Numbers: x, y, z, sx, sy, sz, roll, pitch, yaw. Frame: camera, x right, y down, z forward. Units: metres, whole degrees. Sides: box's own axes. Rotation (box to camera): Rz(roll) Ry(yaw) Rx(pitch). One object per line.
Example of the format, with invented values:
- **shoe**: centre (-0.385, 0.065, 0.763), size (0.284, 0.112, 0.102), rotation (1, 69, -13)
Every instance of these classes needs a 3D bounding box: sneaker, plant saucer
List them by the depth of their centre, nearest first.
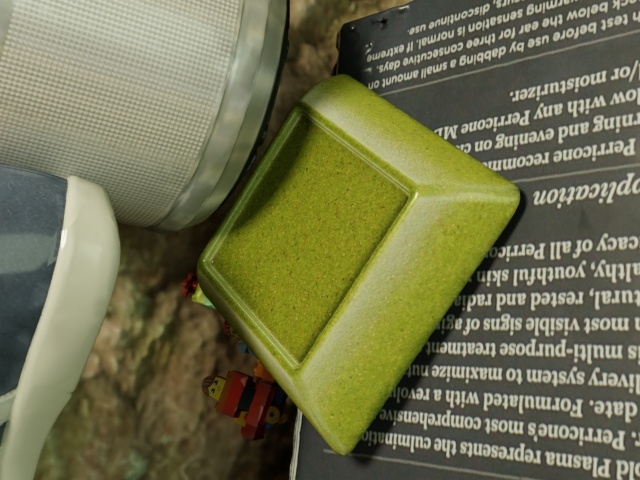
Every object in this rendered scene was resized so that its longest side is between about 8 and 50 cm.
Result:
- **sneaker**: centre (-0.234, 0.115, 0.508), size (0.148, 0.131, 0.350), rotation (15, 99, -23)
- **plant saucer**: centre (0.000, 0.000, 0.550), size (0.045, 0.188, 0.188), rotation (23, 104, -45)

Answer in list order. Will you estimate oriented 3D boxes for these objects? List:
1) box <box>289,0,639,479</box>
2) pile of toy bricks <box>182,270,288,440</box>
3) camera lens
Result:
- **box**: centre (0.246, 0.109, 0.657), size (0.480, 0.297, 0.472), rotation (16, 76, -42)
- **pile of toy bricks**: centre (-0.053, 0.040, 0.685), size (0.105, 0.118, 0.212), rotation (18, 83, 15)
- **camera lens**: centre (-0.172, -0.133, 0.564), size (0.274, 0.219, 0.219), rotation (14, 76, -27)
